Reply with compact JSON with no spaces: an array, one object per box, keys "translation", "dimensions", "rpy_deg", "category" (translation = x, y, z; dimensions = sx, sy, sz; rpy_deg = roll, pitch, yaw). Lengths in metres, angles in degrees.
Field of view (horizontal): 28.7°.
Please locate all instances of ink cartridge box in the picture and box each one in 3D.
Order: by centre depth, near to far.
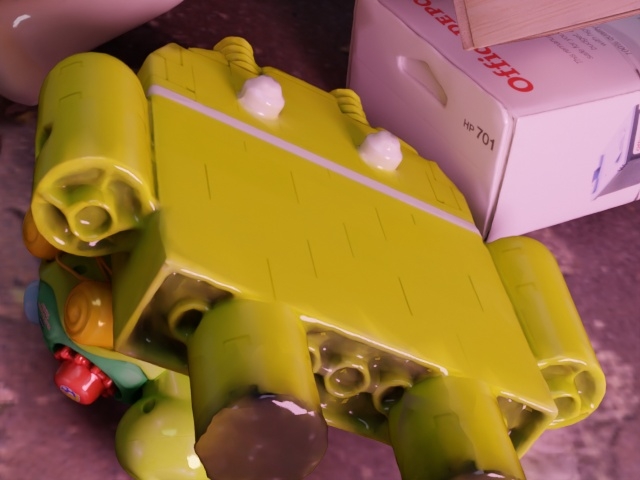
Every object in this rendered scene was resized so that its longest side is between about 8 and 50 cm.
[{"translation":[0.129,-0.087,0.663],"dimensions":[0.191,0.082,0.139],"rpy_deg":[-16,44,-26],"category":"ink cartridge box"}]

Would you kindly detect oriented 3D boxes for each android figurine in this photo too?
[{"translation":[0.000,0.000,0.508],"dimensions":[0.248,0.056,0.273],"rpy_deg":[23,29,-22],"category":"android figurine"}]

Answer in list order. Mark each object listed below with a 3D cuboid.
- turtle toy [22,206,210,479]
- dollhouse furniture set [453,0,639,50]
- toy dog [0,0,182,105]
[{"translation":[-0.070,0.041,0.494],"dimensions":[0.095,0.066,0.130],"rpy_deg":[10,34,-41],"category":"turtle toy"},{"translation":[0.124,-0.216,0.507],"dimensions":[0.161,0.242,0.212],"rpy_deg":[-9,7,35],"category":"dollhouse furniture set"},{"translation":[-0.165,-0.273,0.618],"dimensions":[0.284,0.408,0.395],"rpy_deg":[13,69,-55],"category":"toy dog"}]
